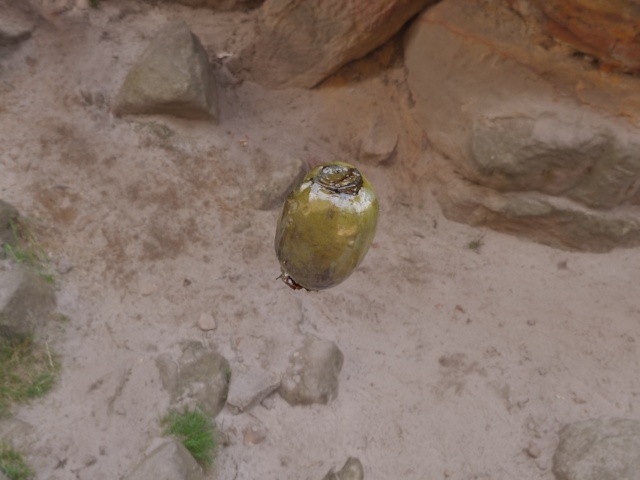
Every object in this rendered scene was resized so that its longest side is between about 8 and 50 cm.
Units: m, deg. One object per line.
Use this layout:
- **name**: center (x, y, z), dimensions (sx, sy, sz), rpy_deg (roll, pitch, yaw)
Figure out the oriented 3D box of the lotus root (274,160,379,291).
- **lotus root**: center (0.002, 0.001, 0.709), dimensions (0.154, 0.278, 0.154), rpy_deg (11, 47, -12)
